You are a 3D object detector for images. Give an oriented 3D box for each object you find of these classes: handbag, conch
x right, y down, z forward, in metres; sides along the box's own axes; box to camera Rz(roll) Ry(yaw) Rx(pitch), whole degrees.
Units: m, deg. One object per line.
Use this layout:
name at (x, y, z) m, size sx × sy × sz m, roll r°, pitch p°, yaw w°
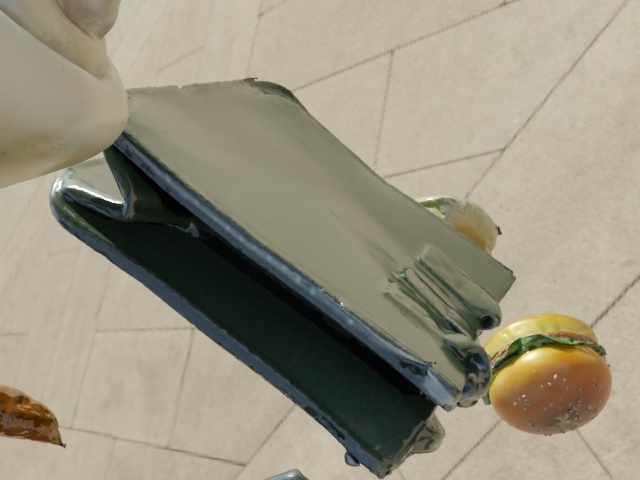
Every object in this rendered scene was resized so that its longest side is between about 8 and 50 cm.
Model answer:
handbag at (-0.002, 0.001, 0.501) m, size 0.260 × 0.247 × 0.079 m, roll 38°, pitch 112°, yaw 10°
conch at (-0.198, -0.070, 0.331) m, size 0.158 × 0.255 × 0.127 m, roll -122°, pitch 14°, yaw -69°

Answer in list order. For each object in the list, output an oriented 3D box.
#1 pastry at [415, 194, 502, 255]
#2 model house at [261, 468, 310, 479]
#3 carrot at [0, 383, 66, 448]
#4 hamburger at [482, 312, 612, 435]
pastry at (0.123, 0.024, 0.893) m, size 0.088 × 0.165 × 0.166 m, roll 20°, pitch 90°, yaw 50°
model house at (0.013, 0.351, 0.725) m, size 0.237 × 0.303 × 0.216 m, roll -31°, pitch 58°, yaw 23°
carrot at (-0.240, 0.069, 0.421) m, size 0.057 × 0.224 × 0.057 m, roll -46°, pitch 32°, yaw 40°
hamburger at (0.406, 0.256, 1.449) m, size 0.246 × 0.246 × 0.170 m, roll -44°, pitch 37°, yaw 31°
